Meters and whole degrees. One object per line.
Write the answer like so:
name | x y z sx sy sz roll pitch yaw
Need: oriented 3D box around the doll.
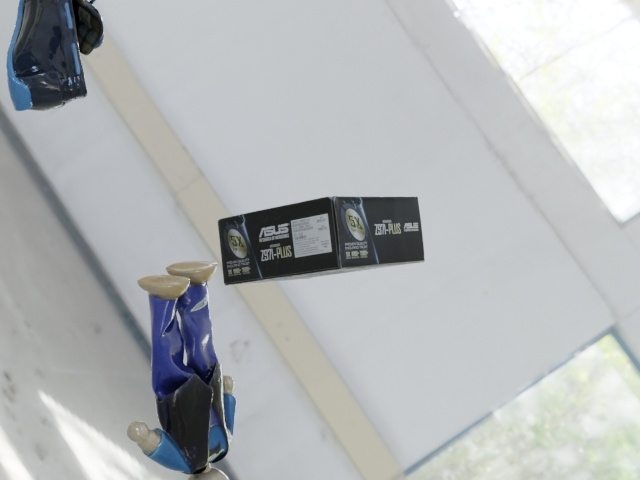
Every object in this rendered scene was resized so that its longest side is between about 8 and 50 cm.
doll | -0.097 0.116 0.794 0.129 0.046 0.189 -30 116 -59

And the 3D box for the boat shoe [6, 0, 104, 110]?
boat shoe | -0.273 -0.222 1.157 0.109 0.089 0.258 94 -6 -52

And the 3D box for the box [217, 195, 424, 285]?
box | 0.000 0.000 1.205 0.147 0.180 0.077 -2 84 -47
